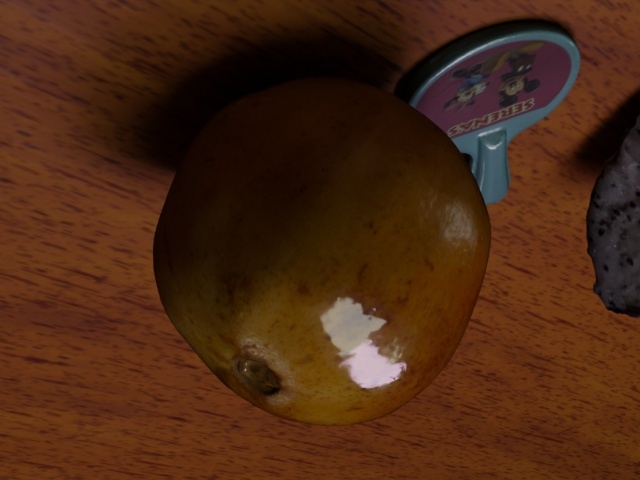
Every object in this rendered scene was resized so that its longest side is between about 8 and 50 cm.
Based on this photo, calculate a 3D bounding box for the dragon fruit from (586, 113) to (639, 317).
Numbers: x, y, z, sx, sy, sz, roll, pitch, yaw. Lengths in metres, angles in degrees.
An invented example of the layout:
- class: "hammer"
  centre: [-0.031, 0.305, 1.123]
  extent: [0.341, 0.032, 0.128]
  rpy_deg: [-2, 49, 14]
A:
- class: "dragon fruit"
  centre: [0.404, -0.036, 1.615]
  extent: [0.283, 0.204, 0.221]
  rpy_deg: [8, -166, 41]

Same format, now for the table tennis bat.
- class: "table tennis bat"
  centre: [0.139, -0.102, 1.492]
  extent: [0.153, 0.040, 0.244]
  rpy_deg: [-18, 152, -5]

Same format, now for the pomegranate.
- class: "pomegranate"
  centre: [0.000, 0.000, 1.354]
  extent: [0.264, 0.264, 0.264]
  rpy_deg: [-16, 156, -7]
